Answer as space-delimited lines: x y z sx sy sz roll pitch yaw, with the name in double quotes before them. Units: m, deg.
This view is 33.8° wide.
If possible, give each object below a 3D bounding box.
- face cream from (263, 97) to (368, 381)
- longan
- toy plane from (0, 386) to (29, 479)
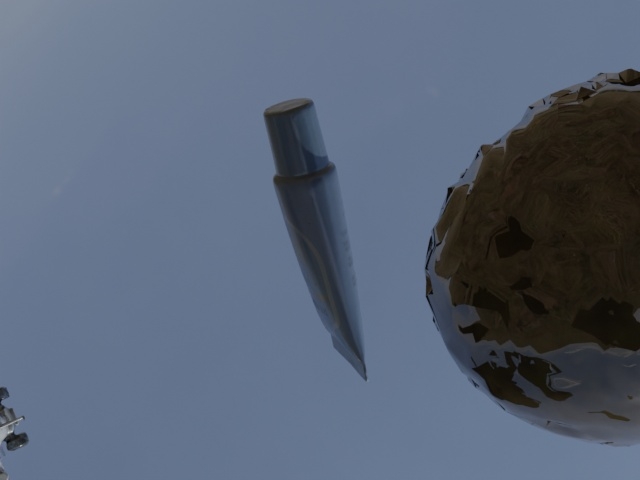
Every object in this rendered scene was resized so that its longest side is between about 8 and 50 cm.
"face cream" 0.000 0.000 1.426 0.086 0.385 0.135 -19 -159 -14
"longan" 0.296 0.014 1.047 0.391 0.391 0.391 -32 -148 23
"toy plane" -0.324 0.183 1.029 0.065 0.162 0.171 -24 -178 -23
